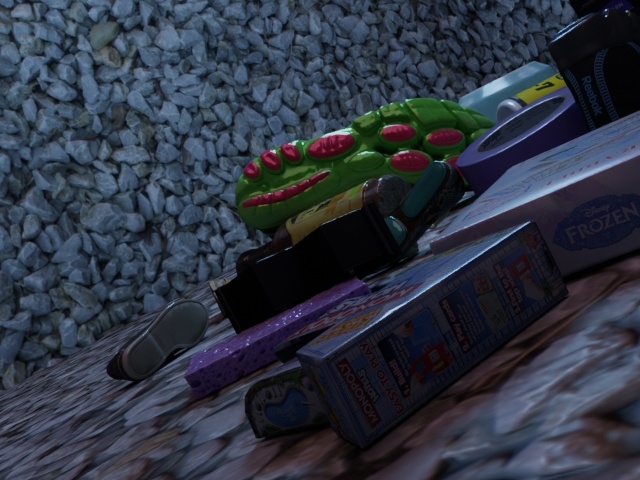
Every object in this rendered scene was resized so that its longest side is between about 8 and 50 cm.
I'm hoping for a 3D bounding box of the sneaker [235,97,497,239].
[{"bbox_3d":[0.097,-0.108,1.568,0.483,0.185,0.202,-11,-26,8],"label":"sneaker"}]

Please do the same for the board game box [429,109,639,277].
[{"bbox_3d":[0.281,-0.068,0.747,0.319,0.065,0.318,-25,4,28],"label":"board game box"}]

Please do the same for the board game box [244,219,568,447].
[{"bbox_3d":[0.035,0.071,0.601,0.194,0.060,0.194,-23,4,42],"label":"board game box"}]

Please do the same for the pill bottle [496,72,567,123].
[{"bbox_3d":[0.451,-0.252,1.708,0.209,0.119,0.119,-27,4,-11],"label":"pill bottle"}]

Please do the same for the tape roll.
[{"bbox_3d":[0.272,-0.115,1.137,0.189,0.080,0.189,-32,10,7],"label":"tape roll"}]

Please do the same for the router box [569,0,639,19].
[{"bbox_3d":[0.440,-0.456,1.439,0.081,0.242,0.309,-29,-2,33],"label":"router box"}]

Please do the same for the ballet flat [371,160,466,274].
[{"bbox_3d":[0.119,-0.017,1.165,0.188,0.070,0.070,-47,-2,15],"label":"ballet flat"}]

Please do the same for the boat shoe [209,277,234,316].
[{"bbox_3d":[-0.164,0.098,1.647,0.059,0.063,0.170,-25,13,-8],"label":"boat shoe"}]

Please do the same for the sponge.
[{"bbox_3d":[-0.042,0.099,0.966,0.210,0.031,0.117,-27,4,-1],"label":"sponge"}]

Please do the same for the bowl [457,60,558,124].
[{"bbox_3d":[0.410,-0.271,1.920,0.312,0.163,0.311,-26,5,2],"label":"bowl"}]

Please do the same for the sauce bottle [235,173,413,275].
[{"bbox_3d":[0.000,0.000,1.432,0.344,0.111,0.111,-23,5,37],"label":"sauce bottle"}]

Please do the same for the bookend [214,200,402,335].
[{"bbox_3d":[-0.015,0.037,1.054,0.156,0.072,0.157,-23,-9,-39],"label":"bookend"}]

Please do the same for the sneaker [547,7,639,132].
[{"bbox_3d":[0.401,-0.178,1.082,0.341,0.139,0.125,-4,-15,-38],"label":"sneaker"}]

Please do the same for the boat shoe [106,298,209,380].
[{"bbox_3d":[-0.247,0.150,1.371,0.065,0.075,0.206,-21,11,34],"label":"boat shoe"}]
